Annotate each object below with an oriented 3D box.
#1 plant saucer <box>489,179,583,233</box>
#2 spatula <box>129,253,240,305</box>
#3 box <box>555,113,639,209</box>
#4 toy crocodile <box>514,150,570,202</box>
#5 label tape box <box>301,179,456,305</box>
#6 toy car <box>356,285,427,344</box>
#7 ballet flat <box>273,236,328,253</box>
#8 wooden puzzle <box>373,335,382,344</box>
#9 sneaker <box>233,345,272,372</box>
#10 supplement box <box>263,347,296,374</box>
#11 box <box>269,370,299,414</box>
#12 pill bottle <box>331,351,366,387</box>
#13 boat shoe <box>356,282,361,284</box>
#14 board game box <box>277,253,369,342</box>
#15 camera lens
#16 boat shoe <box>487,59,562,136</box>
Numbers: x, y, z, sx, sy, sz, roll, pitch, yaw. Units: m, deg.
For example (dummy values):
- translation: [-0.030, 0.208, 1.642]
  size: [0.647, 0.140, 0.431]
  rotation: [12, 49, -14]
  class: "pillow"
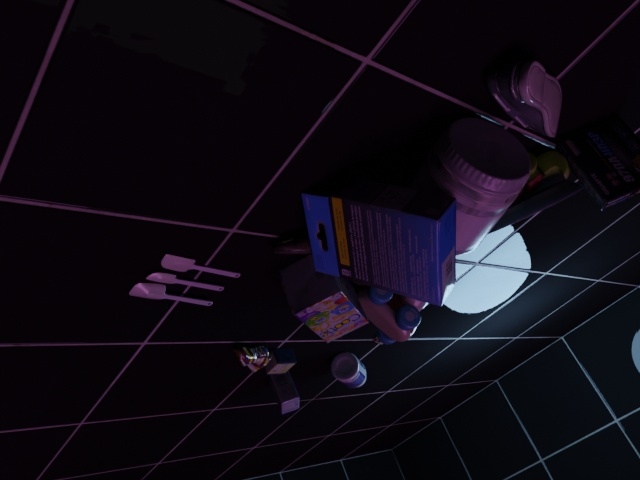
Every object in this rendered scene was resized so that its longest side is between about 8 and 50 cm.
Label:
- translation: [0.562, -0.092, 1.611]
  size: [0.317, 0.044, 0.317]
  rotation: [-25, 176, -2]
  class: "plant saucer"
- translation: [-0.327, 0.104, 1.433]
  size: [0.168, 0.019, 0.242]
  rotation: [-45, 144, 22]
  class: "spatula"
- translation: [0.745, -0.205, 1.499]
  size: [0.175, 0.220, 0.051]
  rotation: [-23, 152, -1]
  class: "box"
- translation: [0.487, -0.134, 1.541]
  size: [0.340, 0.105, 0.115]
  rotation: [-27, 149, 5]
  class: "toy crocodile"
- translation: [0.137, -0.008, 1.335]
  size: [0.106, 0.333, 0.241]
  rotation: [-47, 140, -40]
  class: "label tape box"
- translation: [0.251, 0.172, 1.821]
  size: [0.238, 0.210, 0.219]
  rotation: [-44, 172, -26]
  class: "toy car"
- translation: [0.000, 0.000, 1.467]
  size: [0.249, 0.058, 0.084]
  rotation: [-6, -179, -19]
  class: "ballet flat"
- translation: [0.248, 0.380, 2.247]
  size: [0.078, 0.014, 0.116]
  rotation: [-38, 147, 22]
  class: "wooden puzzle"
- translation: [-0.213, 0.363, 1.863]
  size: [0.083, 0.070, 0.185]
  rotation: [-33, 155, -3]
  class: "sneaker"
- translation: [-0.142, 0.413, 1.987]
  size: [0.083, 0.056, 0.083]
  rotation: [9, 136, -43]
  class: "supplement box"
- translation: [-0.132, 0.556, 2.145]
  size: [0.072, 0.126, 0.137]
  rotation: [-17, 149, -14]
  class: "box"
- translation: [0.117, 0.510, 2.259]
  size: [0.112, 0.112, 0.187]
  rotation: [-27, 148, 4]
  class: "pill bottle"
- translation: [0.202, 0.000, 1.569]
  size: [0.307, 0.111, 0.104]
  rotation: [-36, 173, 12]
  class: "boat shoe"
- translation: [0.012, 0.162, 1.628]
  size: [0.142, 0.144, 0.275]
  rotation: [-28, 148, 7]
  class: "board game box"
- translation: [0.324, -0.116, 1.346]
  size: [0.219, 0.219, 0.274]
  rotation: [-7, 145, -26]
  class: "camera lens"
- translation: [0.462, -0.312, 1.295]
  size: [0.099, 0.116, 0.319]
  rotation: [9, 177, 35]
  class: "boat shoe"
